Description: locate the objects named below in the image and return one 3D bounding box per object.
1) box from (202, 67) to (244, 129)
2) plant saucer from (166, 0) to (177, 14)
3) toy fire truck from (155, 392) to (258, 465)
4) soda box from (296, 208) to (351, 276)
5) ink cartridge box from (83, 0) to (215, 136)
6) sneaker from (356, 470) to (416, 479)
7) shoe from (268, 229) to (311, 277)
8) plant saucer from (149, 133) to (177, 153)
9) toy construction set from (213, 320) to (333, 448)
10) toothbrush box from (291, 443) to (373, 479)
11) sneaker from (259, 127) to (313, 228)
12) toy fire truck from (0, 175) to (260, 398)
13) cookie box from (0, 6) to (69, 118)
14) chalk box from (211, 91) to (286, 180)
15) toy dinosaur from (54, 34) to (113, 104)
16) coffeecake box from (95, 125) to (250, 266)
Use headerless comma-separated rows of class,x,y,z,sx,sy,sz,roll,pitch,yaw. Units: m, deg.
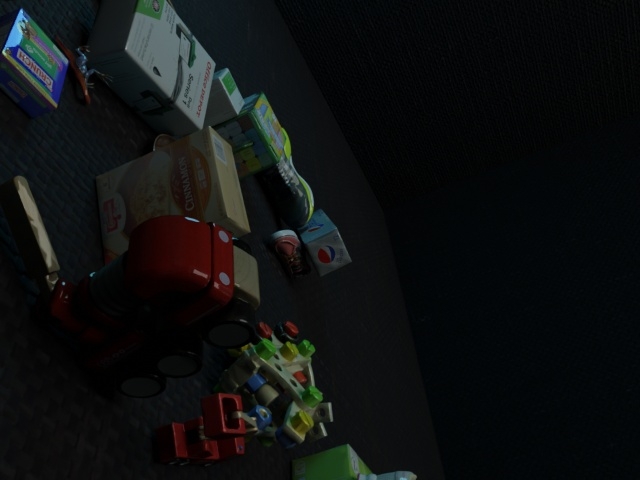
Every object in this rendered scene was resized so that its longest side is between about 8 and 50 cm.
box,-0.228,-0.296,1.290,0.101,0.102,0.087,-86,154,-63
plant saucer,-0.342,-0.439,1.196,0.278,0.041,0.277,-22,90,-77
toy fire truck,-0.131,0.245,0.781,0.192,0.135,0.047,44,28,-60
soda box,0.000,0.000,1.601,0.286,0.091,0.098,-122,-172,-75
ink cartridge box,-0.280,-0.302,1.041,0.219,0.093,0.160,47,44,-56
sneaker,0.151,0.497,1.029,0.103,0.111,0.252,-64,131,-71
shoe,-0.068,0.036,1.487,0.081,0.064,0.178,68,8,21
plant saucer,-0.251,-0.102,1.068,0.168,0.029,0.168,-21,90,-77
toy construction set,-0.058,0.247,1.028,0.215,0.151,0.327,48,-2,21
toothbrush box,0.047,0.539,1.065,0.283,0.122,0.206,-93,157,-49
sneaker,-0.116,-0.167,1.572,0.121,0.111,0.299,-2,66,-65
toy fire truck,-0.216,0.031,0.655,0.246,0.217,0.158,37,32,-39
cookie box,-0.368,-0.222,0.767,0.092,0.040,0.107,55,20,-46
chalk box,-0.167,-0.218,1.346,0.213,0.133,0.132,-83,149,-61
toy dinosaur,-0.355,-0.242,0.899,0.090,0.047,0.082,17,55,-30
coffeecake box,-0.204,-0.049,0.834,0.068,0.186,0.142,41,30,-63
